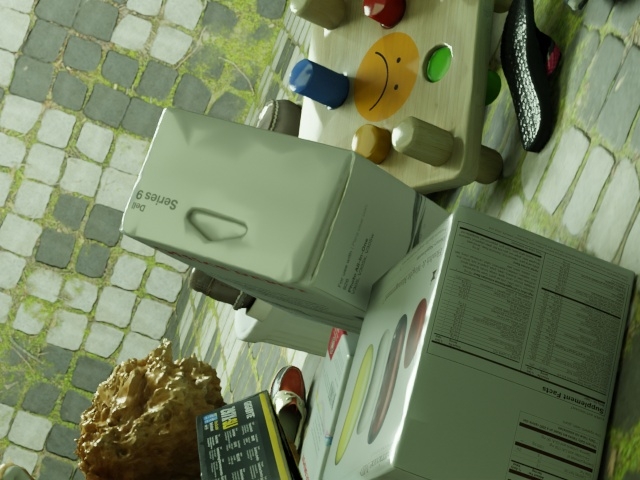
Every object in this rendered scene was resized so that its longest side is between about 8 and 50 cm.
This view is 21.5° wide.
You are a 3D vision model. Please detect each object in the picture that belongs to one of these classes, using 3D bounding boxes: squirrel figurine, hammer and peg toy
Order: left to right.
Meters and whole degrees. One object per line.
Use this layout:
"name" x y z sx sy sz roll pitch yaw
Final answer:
"squirrel figurine" -0.205 0.322 1.863 0.281 0.370 0.397 126 160 -57
"hammer and peg toy" 0.075 -0.211 1.723 0.266 0.127 0.361 -12 67 47

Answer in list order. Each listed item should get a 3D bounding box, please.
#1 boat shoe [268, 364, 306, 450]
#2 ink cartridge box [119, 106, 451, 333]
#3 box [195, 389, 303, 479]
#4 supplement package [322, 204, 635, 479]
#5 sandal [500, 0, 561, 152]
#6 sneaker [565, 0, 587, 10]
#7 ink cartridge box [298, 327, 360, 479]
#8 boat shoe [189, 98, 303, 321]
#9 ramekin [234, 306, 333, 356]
"boat shoe" -0.041 0.214 2.099 0.043 0.049 0.137 132 153 -56
"ink cartridge box" 0.000 0.000 1.473 0.289 0.211 0.122 29 -102 -56
"box" -0.021 0.289 1.384 0.322 0.079 0.257 -120 10 -79
"supplement package" 0.110 0.117 1.249 0.194 0.149 0.203 131 157 -63
"sandal" 0.203 -0.158 1.587 0.067 0.040 0.179 115 155 -54
"sneaker" 0.226 -0.313 1.530 0.107 0.110 0.275 121 164 -45
"ink cartridge box" 0.035 0.178 1.667 0.127 0.072 0.175 -108 31 -73
"boat shoe" -0.076 -0.052 1.886 0.117 0.096 0.324 120 165 -45
"ramekin" 0.008 0.006 1.989 0.277 0.135 0.277 -160 90 -79
